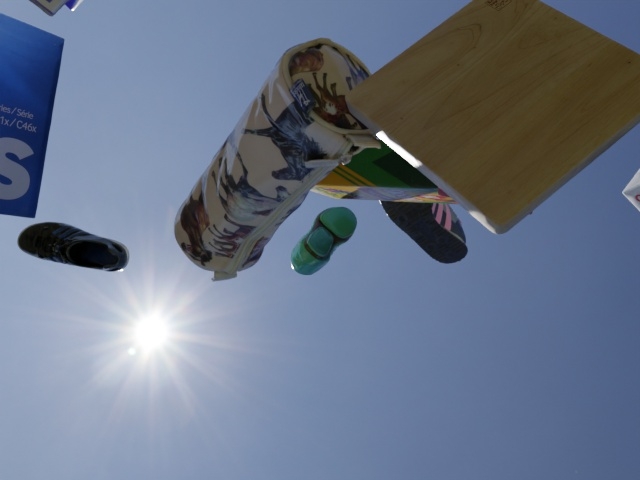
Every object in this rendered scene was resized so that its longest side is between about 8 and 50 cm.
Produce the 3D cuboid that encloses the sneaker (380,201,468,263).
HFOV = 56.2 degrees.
[{"bbox_3d":[0.230,-0.080,1.388,0.112,0.319,0.131,-24,-142,26],"label":"sneaker"}]

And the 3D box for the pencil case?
[{"bbox_3d":[-0.078,-0.099,0.906,0.410,0.160,0.183,-44,-134,42],"label":"pencil case"}]

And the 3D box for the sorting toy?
[{"bbox_3d":[0.210,-0.148,0.702,0.257,0.089,0.255,-38,-122,-9],"label":"sorting toy"}]

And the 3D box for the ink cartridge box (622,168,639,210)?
[{"bbox_3d":[0.722,-0.054,1.063,0.117,0.201,0.278,-43,-92,-21],"label":"ink cartridge box"}]

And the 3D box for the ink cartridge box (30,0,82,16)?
[{"bbox_3d":[-0.217,-0.252,0.383,0.045,0.206,0.208,-31,-150,41],"label":"ink cartridge box"}]

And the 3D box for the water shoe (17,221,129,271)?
[{"bbox_3d":[-0.444,0.008,1.061,0.203,0.080,0.073,9,-92,-1],"label":"water shoe"}]

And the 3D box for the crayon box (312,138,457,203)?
[{"bbox_3d":[0.085,-0.118,1.037,0.319,0.202,0.081,5,-91,26],"label":"crayon box"}]

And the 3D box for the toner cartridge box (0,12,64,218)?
[{"bbox_3d":[-0.357,-0.116,0.400,0.075,0.348,0.165,9,-89,33],"label":"toner cartridge box"}]

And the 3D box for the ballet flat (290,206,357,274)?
[{"bbox_3d":[0.000,0.000,1.229,0.083,0.247,0.087,45,-60,-1],"label":"ballet flat"}]
